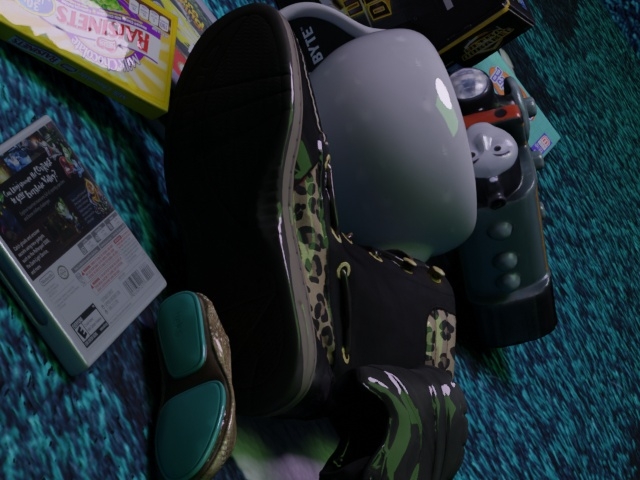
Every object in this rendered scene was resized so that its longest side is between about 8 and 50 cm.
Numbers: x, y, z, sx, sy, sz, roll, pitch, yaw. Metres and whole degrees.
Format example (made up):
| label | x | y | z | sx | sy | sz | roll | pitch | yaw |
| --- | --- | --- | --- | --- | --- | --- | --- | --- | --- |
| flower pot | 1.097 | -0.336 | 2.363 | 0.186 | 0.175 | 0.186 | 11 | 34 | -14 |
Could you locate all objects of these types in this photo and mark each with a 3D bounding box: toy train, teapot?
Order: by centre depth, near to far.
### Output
| label | x | y | z | sx | sy | sz | roll | pitch | yaw |
| --- | --- | --- | --- | --- | --- | --- | --- | --- | --- |
| teapot | 0.037 | -0.090 | 1.936 | 0.256 | 0.187 | 0.252 | -117 | -165 | -62 |
| toy train | 0.191 | -0.034 | 2.133 | 0.334 | 0.142 | 0.190 | 77 | 1 | -49 |

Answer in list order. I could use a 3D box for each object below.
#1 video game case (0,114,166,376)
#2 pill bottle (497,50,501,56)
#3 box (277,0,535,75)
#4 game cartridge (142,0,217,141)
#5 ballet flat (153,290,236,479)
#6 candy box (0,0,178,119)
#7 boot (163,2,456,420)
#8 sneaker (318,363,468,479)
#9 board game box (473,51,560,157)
| label | x | y | z | sx | sy | sz | roll | pitch | yaw |
| --- | --- | --- | --- | --- | --- | --- | --- | --- | --- |
| video game case | -0.204 | 0.000 | 1.495 | 0.173 | 0.022 | 0.190 | 56 | 22 | -7 |
| pill bottle | 0.125 | -0.253 | 2.414 | 0.219 | 0.123 | 0.122 | 31 | 34 | -49 |
| box | 0.072 | -0.312 | 2.198 | 0.079 | 0.257 | 0.322 | 26 | 39 | -54 |
| game cartridge | -0.162 | -0.202 | 1.821 | 0.294 | 0.060 | 0.196 | 50 | 19 | -20 |
| ballet flat | -0.091 | 0.127 | 1.507 | 0.067 | 0.073 | 0.206 | 55 | 21 | -40 |
| candy box | -0.210 | -0.191 | 1.655 | 0.206 | 0.027 | 0.105 | 27 | 56 | -37 |
| boot | 0.000 | 0.000 | 1.731 | 0.284 | 0.138 | 0.377 | 27 | 49 | -53 |
| sneaker | 0.052 | 0.236 | 1.583 | 0.130 | 0.109 | 0.286 | 17 | 61 | -45 |
| board game box | 0.165 | -0.154 | 2.276 | 0.047 | 0.210 | 0.160 | -46 | 109 | -26 |
